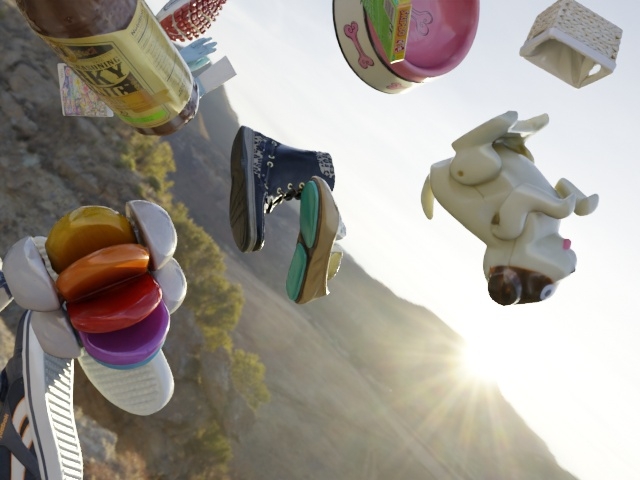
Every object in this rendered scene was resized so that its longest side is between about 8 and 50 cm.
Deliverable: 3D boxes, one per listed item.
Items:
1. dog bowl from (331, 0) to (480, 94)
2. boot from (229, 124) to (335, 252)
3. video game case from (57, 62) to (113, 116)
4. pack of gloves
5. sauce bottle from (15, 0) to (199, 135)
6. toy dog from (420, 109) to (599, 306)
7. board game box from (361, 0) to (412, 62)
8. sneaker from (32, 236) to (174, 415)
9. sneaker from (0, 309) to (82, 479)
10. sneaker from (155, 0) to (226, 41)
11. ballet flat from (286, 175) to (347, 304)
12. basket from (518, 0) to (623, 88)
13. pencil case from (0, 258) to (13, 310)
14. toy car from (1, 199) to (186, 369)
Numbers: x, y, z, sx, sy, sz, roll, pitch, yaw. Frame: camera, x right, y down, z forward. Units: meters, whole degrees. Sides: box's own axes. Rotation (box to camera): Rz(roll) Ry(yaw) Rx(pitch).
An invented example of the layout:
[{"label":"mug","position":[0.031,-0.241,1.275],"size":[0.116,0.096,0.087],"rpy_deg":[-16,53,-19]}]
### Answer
[{"label":"dog bowl","position":[0.235,-0.581,1.457],"size":[0.408,0.408,0.150],"rpy_deg":[45,-15,-32]},{"label":"boot","position":[-0.057,-0.079,0.963],"size":[0.179,0.085,0.236],"rpy_deg":[10,56,-25]},{"label":"video game case","position":[-0.396,-0.254,0.968],"size":[0.122,0.087,0.011],"rpy_deg":[9,17,31]},{"label":"pack of gloves","position":[-0.344,-0.426,1.531],"size":[0.195,0.232,0.046],"rpy_deg":[60,5,28]},{"label":"sauce bottle","position":[-0.234,-0.230,0.595],"size":[0.111,0.111,0.344],"rpy_deg":[43,-6,20]},{"label":"toy dog","position":[0.430,-0.047,1.343],"size":[0.284,0.395,0.408],"rpy_deg":[-7,72,-57]},{"label":"board game box","position":[0.104,-0.465,1.062],"size":[0.124,0.039,0.259],"rpy_deg":[88,-17,-62]},{"label":"sneaker","position":[-0.335,0.119,0.956],"size":[0.366,0.135,0.150],"rpy_deg":[47,23,18]},{"label":"sneaker","position":[-0.434,0.249,0.841],"size":[0.127,0.321,0.126],"rpy_deg":[-1,9,-4]},{"label":"sneaker","position":[-0.216,-0.439,1.016],"size":[0.093,0.225,0.088],"rpy_deg":[34,-20,12]},{"label":"ballet flat","position":[0.000,0.000,0.842],"size":[0.232,0.073,0.080],"rpy_deg":[105,-28,-42]},{"label":"basket","position":[0.523,-0.410,1.198],"size":[0.167,0.103,0.113],"rpy_deg":[25,-11,-13]},{"label":"pencil case","position":[-0.629,-0.016,0.838],"size":[0.183,0.160,0.410],"rpy_deg":[1,-43,27]},{"label":"toy car","position":[-0.206,0.059,0.575],"size":[0.136,0.159,0.182],"rpy_deg":[47,-30,34]}]
